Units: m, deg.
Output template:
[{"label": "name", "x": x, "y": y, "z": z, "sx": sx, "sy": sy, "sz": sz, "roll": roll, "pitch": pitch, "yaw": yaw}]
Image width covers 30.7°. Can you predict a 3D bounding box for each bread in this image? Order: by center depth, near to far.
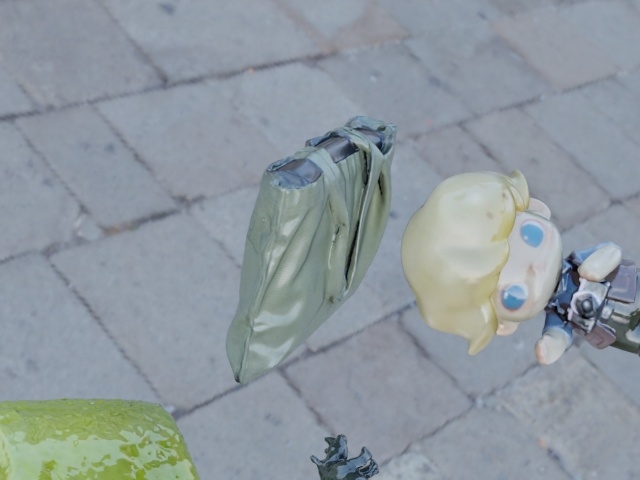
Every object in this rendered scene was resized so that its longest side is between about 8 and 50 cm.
[{"label": "bread", "x": -0.309, "y": 0.363, "z": 1.428, "sx": 0.307, "sy": 0.348, "sz": 0.348, "roll": 2, "pitch": 46, "yaw": -33}]

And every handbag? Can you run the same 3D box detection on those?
[{"label": "handbag", "x": -0.001, "y": -0.002, "z": 1.365, "sx": 0.109, "sy": 0.253, "sz": 0.316, "roll": 22, "pitch": 28, "yaw": 19}]

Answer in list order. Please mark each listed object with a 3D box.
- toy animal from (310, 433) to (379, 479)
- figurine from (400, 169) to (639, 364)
[{"label": "toy animal", "x": 0.032, "y": 0.252, "z": 1.249, "sx": 0.065, "sy": 0.047, "sz": 0.136, "roll": -32, "pitch": 41, "yaw": -8}, {"label": "figurine", "x": 0.150, "y": 0.029, "z": 0.794, "sx": 0.196, "sy": 0.114, "sz": 0.108, "roll": 25, "pitch": 24, "yaw": 13}]
